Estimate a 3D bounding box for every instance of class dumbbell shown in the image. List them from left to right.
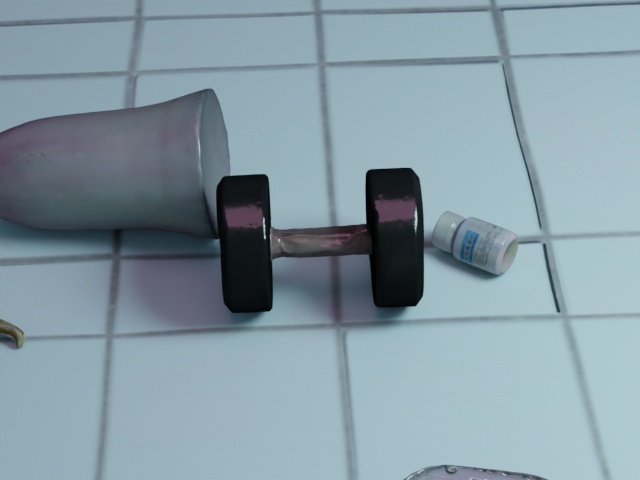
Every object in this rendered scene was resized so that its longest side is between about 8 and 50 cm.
[{"bbox_3d":[0.000,0.000,1.636,0.218,0.152,0.152,-2,41,-1],"label":"dumbbell"}]

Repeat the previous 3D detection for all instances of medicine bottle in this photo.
[{"bbox_3d":[0.174,0.002,1.704,0.089,0.052,0.052,22,46,26],"label":"medicine bottle"}]

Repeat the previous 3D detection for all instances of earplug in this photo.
[{"bbox_3d":[-0.267,-0.082,1.741,0.301,0.172,0.172,-2,41,7],"label":"earplug"}]

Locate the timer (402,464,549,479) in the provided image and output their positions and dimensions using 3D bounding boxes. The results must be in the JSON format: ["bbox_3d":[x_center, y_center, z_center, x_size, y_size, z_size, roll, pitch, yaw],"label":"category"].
[{"bbox_3d":[0.145,0.294,1.359,0.191,0.069,0.208,7,43,6],"label":"timer"}]

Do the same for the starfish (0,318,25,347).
[{"bbox_3d":[-0.446,0.108,1.596,0.247,0.050,0.138,5,37,7],"label":"starfish"}]
